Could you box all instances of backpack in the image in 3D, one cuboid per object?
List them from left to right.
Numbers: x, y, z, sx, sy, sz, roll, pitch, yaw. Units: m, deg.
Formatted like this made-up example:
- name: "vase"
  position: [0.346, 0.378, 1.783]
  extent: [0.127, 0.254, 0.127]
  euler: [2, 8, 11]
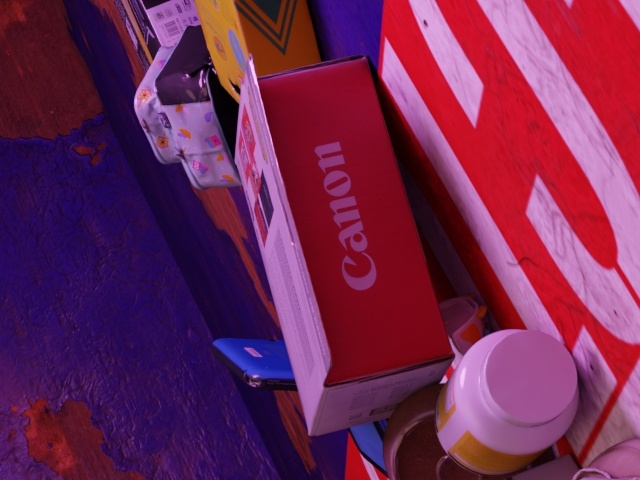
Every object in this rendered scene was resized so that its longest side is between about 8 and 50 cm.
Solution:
- name: "backpack"
  position: [-0.137, -0.156, 1.921]
  extent: [0.166, 0.144, 0.188]
  euler: [-74, -36, -49]

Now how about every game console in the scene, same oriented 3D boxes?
- name: "game console"
  position: [-0.012, 0.243, 2.147]
  extent: [0.293, 0.250, 0.173]
  euler: [-161, 75, -75]

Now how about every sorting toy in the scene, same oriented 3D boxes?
- name: "sorting toy"
  position: [0.144, 0.095, 1.438]
  extent: [0.075, 0.044, 0.083]
  euler: [60, 178, -18]

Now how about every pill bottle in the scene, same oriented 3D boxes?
- name: "pill bottle"
  position: [0.156, 0.133, 1.290]
  extent: [0.184, 0.103, 0.103]
  euler: [105, 141, -72]

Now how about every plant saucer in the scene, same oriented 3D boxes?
- name: "plant saucer"
  position: [0.134, 0.213, 1.441]
  extent: [0.029, 0.168, 0.168]
  euler: [-48, -58, -59]

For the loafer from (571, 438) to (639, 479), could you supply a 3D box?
- name: "loafer"
  position: [0.232, 0.208, 1.112]
  extent: [0.268, 0.092, 0.102]
  euler: [169, 81, -76]

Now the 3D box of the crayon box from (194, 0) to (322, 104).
- name: "crayon box"
  position: [-0.085, -0.278, 1.646]
  extent: [0.202, 0.081, 0.319]
  euler: [-128, 19, -53]

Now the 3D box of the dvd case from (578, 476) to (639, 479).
- name: "dvd case"
  position: [0.269, 0.228, 0.918]
  extent: [0.253, 0.022, 0.180]
  euler: [-8, 106, 53]

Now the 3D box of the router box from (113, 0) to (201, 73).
- name: "router box"
  position: [-0.244, -0.355, 2.229]
  extent: [0.243, 0.081, 0.309]
  euler: [128, 118, -77]

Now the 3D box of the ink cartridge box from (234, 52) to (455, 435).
- name: "ink cartridge box"
  position: [0.018, -0.001, 1.468]
  extent: [0.272, 0.130, 0.310]
  euler: [103, 153, -71]

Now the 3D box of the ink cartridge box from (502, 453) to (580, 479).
- name: "ink cartridge box"
  position: [0.170, 0.265, 1.376]
  extent: [0.109, 0.150, 0.063]
  euler: [80, 166, -49]
